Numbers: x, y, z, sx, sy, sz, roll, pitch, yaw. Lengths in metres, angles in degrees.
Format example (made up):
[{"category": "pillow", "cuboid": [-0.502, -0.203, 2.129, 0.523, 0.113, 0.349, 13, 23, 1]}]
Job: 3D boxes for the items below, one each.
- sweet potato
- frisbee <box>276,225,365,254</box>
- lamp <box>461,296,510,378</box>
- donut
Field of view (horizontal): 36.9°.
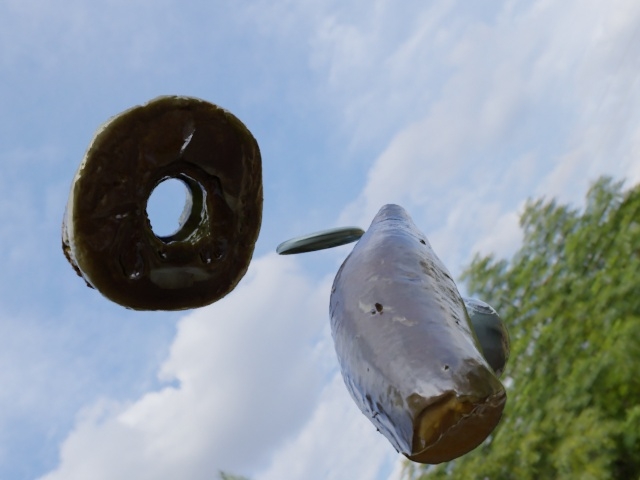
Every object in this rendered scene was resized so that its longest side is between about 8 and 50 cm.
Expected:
[{"category": "sweet potato", "cuboid": [0.038, 0.038, 0.507, 0.244, 0.077, 0.077, -107, 36, -66]}, {"category": "frisbee", "cuboid": [0.000, 0.000, 1.154, 0.110, 0.110, 0.014, -1, -103, -62]}, {"category": "lamp", "cuboid": [0.149, 0.111, 1.013, 0.105, 0.105, 0.105, -43, -29, -31]}, {"category": "donut", "cuboid": [-0.231, -0.050, 1.436, 0.330, 0.160, 0.330, -2, -86, -25]}]
